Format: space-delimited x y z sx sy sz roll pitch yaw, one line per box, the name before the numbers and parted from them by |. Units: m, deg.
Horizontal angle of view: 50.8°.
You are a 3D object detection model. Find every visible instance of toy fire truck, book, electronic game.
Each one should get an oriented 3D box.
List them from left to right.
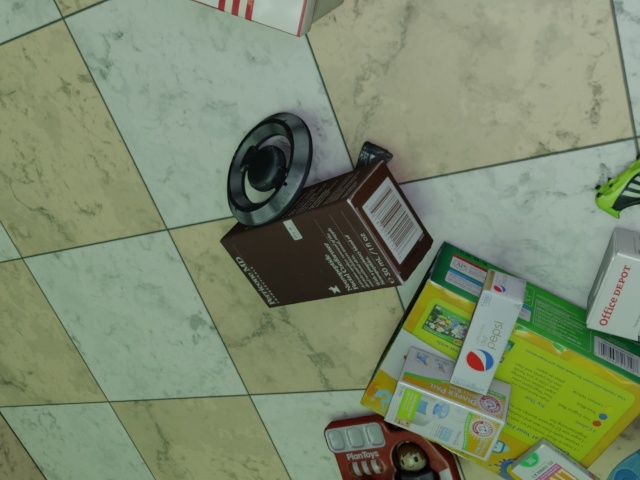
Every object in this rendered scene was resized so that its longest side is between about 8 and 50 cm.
electronic game | -0.100 -0.136 1.281 0.229 0.229 0.048 -29 144 34
toy fire truck | 0.170 0.533 1.608 0.302 0.169 0.254 -18 93 29
book | 0.458 0.454 1.304 0.144 0.035 0.096 35 122 0

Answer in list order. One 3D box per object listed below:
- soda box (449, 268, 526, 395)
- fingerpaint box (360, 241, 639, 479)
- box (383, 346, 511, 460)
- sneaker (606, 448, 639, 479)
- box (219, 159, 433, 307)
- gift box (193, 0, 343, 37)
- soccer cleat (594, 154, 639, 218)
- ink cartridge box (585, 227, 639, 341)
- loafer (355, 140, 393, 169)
soda box | 0.289 0.161 1.171 0.069 0.074 0.216 19 123 11
fingerpaint box | 0.358 0.268 1.351 0.444 0.163 0.371 26 125 7
box | 0.238 0.303 1.255 0.203 0.103 0.114 20 125 11
sneaker | 0.687 0.423 1.271 0.319 0.208 0.127 -56 45 21
box | 0.000 0.000 1.296 0.381 0.143 0.191 -15 116 47
gift box | -0.083 -0.488 1.013 0.255 0.258 0.276 17 126 12
soccer cleat | 0.542 -0.102 1.118 0.072 0.060 0.179 36 134 -13
ink cartridge box | 0.608 0.094 1.178 0.237 0.100 0.172 14 124 13
loafer | 0.090 -0.105 1.299 0.061 0.062 0.170 19 126 5
